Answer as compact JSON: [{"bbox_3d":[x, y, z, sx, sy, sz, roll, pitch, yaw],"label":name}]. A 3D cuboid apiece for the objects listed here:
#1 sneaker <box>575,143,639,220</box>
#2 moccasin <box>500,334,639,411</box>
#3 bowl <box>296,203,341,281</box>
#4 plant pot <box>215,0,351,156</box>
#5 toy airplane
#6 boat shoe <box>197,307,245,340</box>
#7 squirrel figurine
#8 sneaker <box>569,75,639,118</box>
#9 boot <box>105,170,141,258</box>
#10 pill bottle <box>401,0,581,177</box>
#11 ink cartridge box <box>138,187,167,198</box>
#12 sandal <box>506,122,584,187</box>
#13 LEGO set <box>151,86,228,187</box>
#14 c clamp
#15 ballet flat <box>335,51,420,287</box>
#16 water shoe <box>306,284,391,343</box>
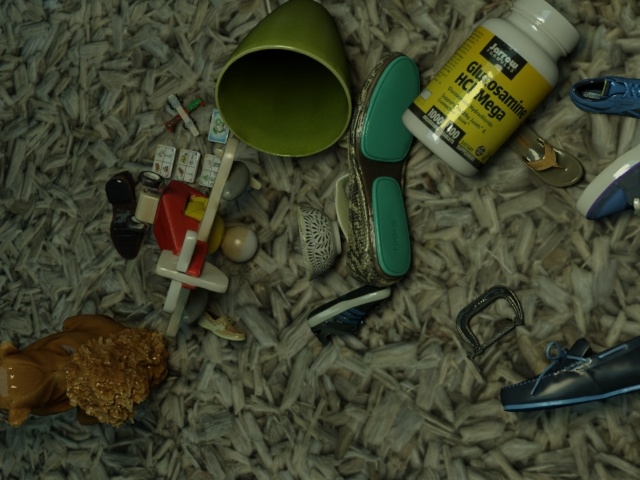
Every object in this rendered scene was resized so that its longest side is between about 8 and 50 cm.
[{"bbox_3d":[0.639,-0.069,1.388,0.323,0.130,0.236,-36,67,15],"label":"sneaker"},{"bbox_3d":[0.491,0.231,1.458,0.342,0.138,0.116,-16,74,11],"label":"moccasin"},{"bbox_3d":[0.000,0.000,1.719,0.080,0.170,0.170,-9,81,-3],"label":"bowl"},{"bbox_3d":[-0.055,-0.375,1.687,0.275,0.274,0.293,-15,42,26],"label":"plant pot"},{"bbox_3d":[-0.256,0.003,1.769,0.386,0.273,0.384,-27,59,56],"label":"toy airplane"},{"bbox_3d":[-0.228,0.194,1.862,0.135,0.050,0.045,19,100,27],"label":"boat shoe"},{"bbox_3d":[-0.566,0.299,1.847,0.397,0.370,0.280,-8,82,26],"label":"squirrel figurine"},{"bbox_3d":[0.565,-0.266,1.473,0.209,0.082,0.069,7,87,26],"label":"sneaker"},{"bbox_3d":[-0.482,-0.069,2.012,0.082,0.106,0.219,-1,113,1],"label":"boot"},{"bbox_3d":[0.327,-0.299,1.534,0.188,0.188,0.334,46,104,23],"label":"pill bottle"},{"bbox_3d":[-0.394,-0.096,1.984,0.115,0.029,0.062,-12,81,26],"label":"ink cartridge box"},{"bbox_3d":[0.424,-0.167,1.554,0.180,0.049,0.072,46,106,23],"label":"sandal"},{"bbox_3d":[-0.299,-0.261,1.953,0.183,0.060,0.244,12,93,16],"label":"LEGO set"},{"bbox_3d":[0.340,0.174,1.589,0.160,0.022,0.137,-47,62,18],"label":"c clamp"},{"bbox_3d":[0.100,-0.145,1.676,0.182,0.164,0.482,-1,87,50],"label":"ballet flat"},{"bbox_3d":[0.071,0.155,1.712,0.203,0.073,0.080,-24,102,23],"label":"water shoe"}]
